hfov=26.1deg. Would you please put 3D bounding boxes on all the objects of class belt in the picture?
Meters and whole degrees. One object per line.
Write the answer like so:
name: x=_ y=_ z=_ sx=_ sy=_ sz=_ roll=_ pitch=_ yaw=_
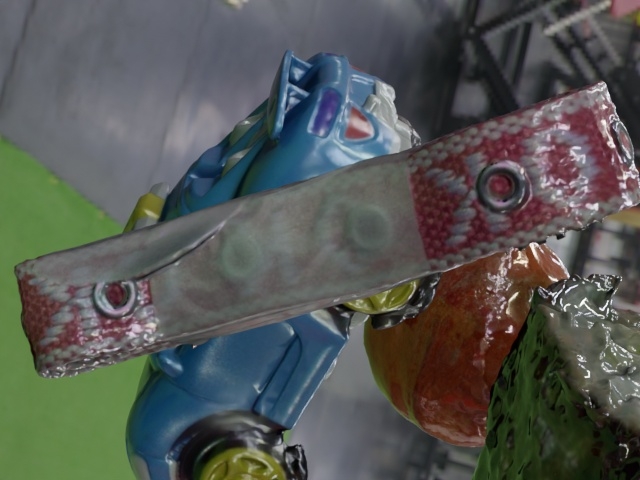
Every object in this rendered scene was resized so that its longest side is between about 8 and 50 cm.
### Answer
belt: x=0.000 y=0.000 z=0.504 sx=0.071 sy=0.232 sz=0.053 roll=-29 pitch=101 yaw=-73

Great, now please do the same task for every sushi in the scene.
sushi: x=0.275 y=0.219 z=1.150 sx=0.299 sy=0.281 sz=0.294 roll=47 pitch=-54 yaw=53

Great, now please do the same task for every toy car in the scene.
toy car: x=-0.047 y=0.031 z=0.855 sx=0.314 sy=0.166 sz=0.198 roll=-60 pitch=-171 yaw=22

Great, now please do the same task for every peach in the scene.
peach: x=0.171 y=0.085 z=1.477 sx=0.232 sy=0.232 sz=0.256 roll=-53 pitch=155 yaw=-57
